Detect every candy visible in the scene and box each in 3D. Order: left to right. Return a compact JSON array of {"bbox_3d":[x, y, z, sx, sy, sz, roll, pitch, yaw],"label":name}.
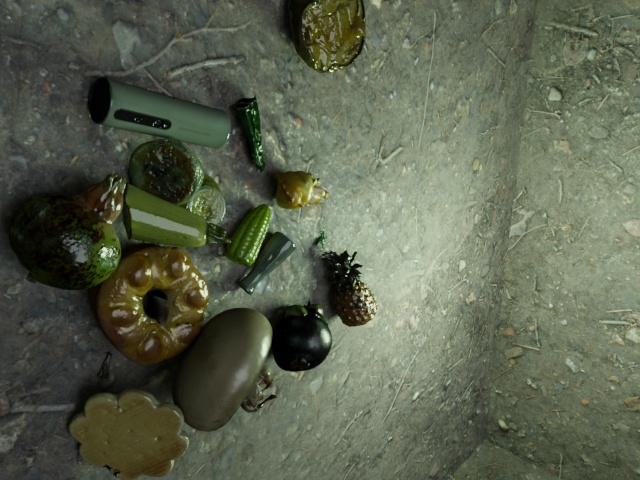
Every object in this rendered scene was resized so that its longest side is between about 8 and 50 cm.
[{"bbox_3d":[-0.209,-0.021,1.600,0.096,0.097,0.209,48,60,-45],"label":"candy"}]

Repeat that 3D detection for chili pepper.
[{"bbox_3d":[-0.193,-0.302,1.543,0.088,0.059,0.226,-50,140,-42],"label":"chili pepper"}]

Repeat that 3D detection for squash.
[{"bbox_3d":[-0.374,-0.028,1.325,0.288,0.137,0.137,24,85,-30],"label":"squash"}]

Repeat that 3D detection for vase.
[{"bbox_3d":[-0.176,0.076,1.682,0.214,0.086,0.086,-51,135,-16],"label":"vase"}]

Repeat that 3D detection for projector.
[{"bbox_3d":[-0.382,-0.305,1.292,0.338,0.108,0.108,3,101,-49],"label":"projector"}]

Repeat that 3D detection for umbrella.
[{"bbox_3d":[-0.565,0.335,1.390,0.031,0.020,0.083,14,88,-50],"label":"umbrella"}]

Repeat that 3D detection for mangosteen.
[{"bbox_3d":[-0.062,0.327,1.807,0.243,0.243,0.242,-19,117,-43],"label":"mangosteen"}]

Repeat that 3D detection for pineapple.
[{"bbox_3d":[0.098,0.160,1.973,0.169,0.169,0.340,-40,119,-31],"label":"pineapple"}]

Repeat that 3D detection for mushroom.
[{"bbox_3d":[-0.245,0.375,1.498,0.295,0.362,0.362,33,75,-5],"label":"mushroom"}]

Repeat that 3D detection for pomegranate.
[{"bbox_3d":[-0.540,-0.029,1.160,0.222,0.204,0.276,47,50,-53],"label":"pomegranate"}]

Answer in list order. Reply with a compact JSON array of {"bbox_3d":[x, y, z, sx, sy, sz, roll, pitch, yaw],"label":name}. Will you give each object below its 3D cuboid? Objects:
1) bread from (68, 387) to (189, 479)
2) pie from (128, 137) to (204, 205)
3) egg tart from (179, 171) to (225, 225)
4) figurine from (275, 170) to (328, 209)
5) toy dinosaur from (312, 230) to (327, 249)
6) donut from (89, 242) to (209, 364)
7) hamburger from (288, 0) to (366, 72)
[{"bbox_3d":[-0.497,0.506,1.382,0.316,0.054,0.315,-1,115,-2],"label":"bread"},{"bbox_3d":[-0.388,-0.168,1.323,0.187,0.041,0.186,-6,121,-9],"label":"pie"},{"bbox_3d":[-0.335,-0.092,1.445,0.197,0.078,0.197,-14,111,-42],"label":"egg tart"},{"bbox_3d":[-0.062,-0.160,1.698,0.156,0.131,0.246,-37,162,19],"label":"figurine"},{"bbox_3d":[0.000,0.000,1.888,0.083,0.021,0.062,-12,105,-49],"label":"toy dinosaur"},{"bbox_3d":[-0.440,0.159,1.362,0.299,0.150,0.317,3,102,-48],"label":"donut"},{"bbox_3d":[0.021,-0.652,1.597,0.285,0.134,0.265,-25,124,-32],"label":"hamburger"}]
